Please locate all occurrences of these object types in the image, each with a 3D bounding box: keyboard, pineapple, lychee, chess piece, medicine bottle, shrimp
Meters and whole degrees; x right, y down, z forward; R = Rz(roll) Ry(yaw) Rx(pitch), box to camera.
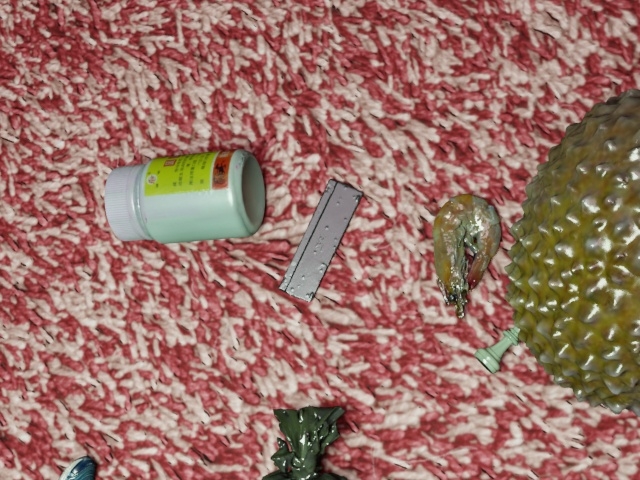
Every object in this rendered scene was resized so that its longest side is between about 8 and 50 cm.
[{"bbox_3d":[0.000,0.000,1.371,0.060,0.018,0.195,25,85,12],"label":"keyboard"},{"bbox_3d":[-0.023,0.384,1.229,0.170,0.141,0.310,-9,65,42],"label":"pineapple"},{"bbox_3d":[0.421,0.011,1.068,0.380,0.380,0.432,45,105,20],"label":"lychee"},{"bbox_3d":[0.266,0.145,1.252,0.093,0.042,0.042,-44,70,-3],"label":"chess piece"},{"bbox_3d":[-0.210,-0.066,1.377,0.225,0.139,0.139,-5,76,14],"label":"medicine bottle"},{"bbox_3d":[0.213,0.022,1.294,0.101,0.042,0.190,5,78,9],"label":"shrimp"}]

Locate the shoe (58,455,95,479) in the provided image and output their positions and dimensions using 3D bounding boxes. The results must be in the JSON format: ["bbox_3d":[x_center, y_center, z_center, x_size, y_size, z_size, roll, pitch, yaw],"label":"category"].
[{"bbox_3d":[-0.372,0.407,1.355,0.071,0.064,0.143,6,82,17],"label":"shoe"}]
